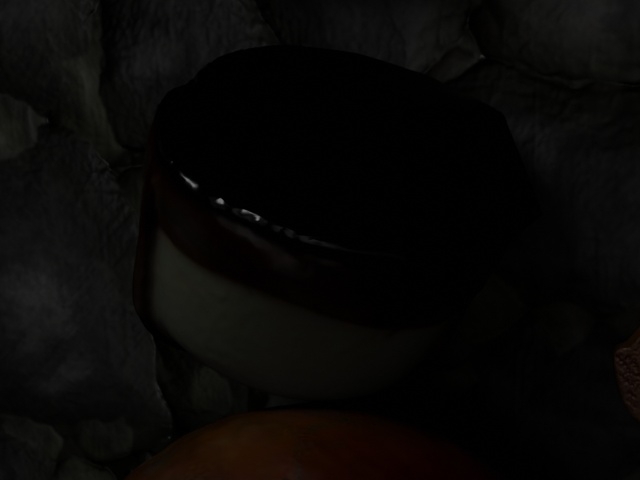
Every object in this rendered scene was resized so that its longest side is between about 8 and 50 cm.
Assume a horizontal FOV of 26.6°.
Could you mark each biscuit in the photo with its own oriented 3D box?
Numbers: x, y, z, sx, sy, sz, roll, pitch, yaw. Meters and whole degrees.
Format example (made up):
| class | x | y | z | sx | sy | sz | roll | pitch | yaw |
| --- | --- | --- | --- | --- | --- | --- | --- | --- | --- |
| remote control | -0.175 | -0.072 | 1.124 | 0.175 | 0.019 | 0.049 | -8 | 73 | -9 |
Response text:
| class | x | y | z | sx | sy | sz | roll | pitch | yaw |
| --- | --- | --- | --- | --- | --- | --- | --- | --- | --- |
| biscuit | 0.286 | 0.102 | 1.026 | 0.130 | 0.019 | 0.102 | 7 | 108 | 15 |

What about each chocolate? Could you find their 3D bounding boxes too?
| class | x | y | z | sx | sy | sz | roll | pitch | yaw |
| --- | --- | --- | --- | --- | --- | --- | --- | --- | --- |
| chocolate | 0.000 | 0.000 | 0.975 | 0.283 | 0.283 | 0.186 | 18 | 125 | 11 |

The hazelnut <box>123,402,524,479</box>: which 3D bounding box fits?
| class | x | y | z | sx | sy | sz | roll | pitch | yaw |
| --- | --- | --- | --- | --- | --- | --- | --- | --- | --- |
| hazelnut | 0.004 | 0.293 | 0.971 | 0.359 | 0.359 | 0.409 | -37 | 131 | 23 |
